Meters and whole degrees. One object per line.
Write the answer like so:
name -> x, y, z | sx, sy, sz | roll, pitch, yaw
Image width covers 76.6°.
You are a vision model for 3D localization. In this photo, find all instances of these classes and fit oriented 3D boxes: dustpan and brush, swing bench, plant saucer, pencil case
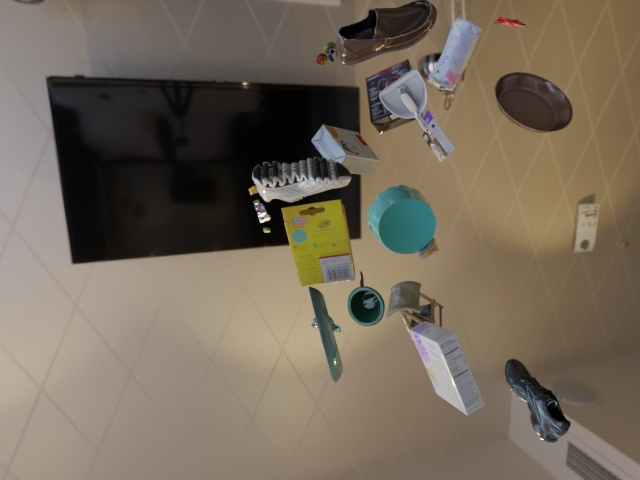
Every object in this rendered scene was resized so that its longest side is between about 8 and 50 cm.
dustpan and brush -> 0.314, -0.451, 1.373 | 0.147, 0.060, 0.211 | -28, 135, 28
swing bench -> 0.468, 0.347, 2.003 | 0.165, 0.254, 0.253 | -38, -169, 27
plant saucer -> 0.020, 0.298, 1.312 | 0.044, 0.317, 0.317 | -16, -167, -3
pencil case -> 0.553, -0.765, 1.681 | 0.124, 0.273, 0.113 | 24, -157, 1
plant saucer -> 0.516, -0.332, 0.997 | 0.198, 0.198, 0.036 | -3, 153, -9

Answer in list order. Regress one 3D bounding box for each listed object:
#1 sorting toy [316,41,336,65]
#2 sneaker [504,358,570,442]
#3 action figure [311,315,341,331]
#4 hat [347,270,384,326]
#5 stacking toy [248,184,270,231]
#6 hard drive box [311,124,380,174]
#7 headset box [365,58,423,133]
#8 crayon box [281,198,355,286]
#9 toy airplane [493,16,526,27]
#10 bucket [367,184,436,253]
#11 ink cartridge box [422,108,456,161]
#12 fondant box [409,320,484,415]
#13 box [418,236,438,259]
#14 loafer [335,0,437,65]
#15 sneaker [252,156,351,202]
sorting toy -> 0.031, -0.727, 1.599 | 0.102, 0.042, 0.061 | -39, 148, 27
sneaker -> 0.696, 0.493, 1.296 | 0.101, 0.106, 0.267 | -3, -133, -20
action figure -> 0.008, 0.450, 2.175 | 0.063, 0.137, 0.232 | -37, -176, -27
hat -> 0.230, 0.267, 1.865 | 0.173, 0.208, 0.183 | 4, -171, 21
stacking toy -> -0.278, -0.143, 1.921 | 0.052, 0.167, 0.221 | -19, 164, -7
hard drive box -> 0.105, -0.365, 1.649 | 0.232, 0.089, 0.181 | -6, -124, -50
headset box -> 0.336, -0.676, 1.873 | 0.218, 0.293, 0.110 | -16, 154, 27
crayon box -> 0.000, 0.000, 1.388 | 0.202, 0.318, 0.081 | -7, -149, 6
toy airplane -> 0.785, -0.909, 1.686 | 0.151, 0.028, 0.151 | 6, -150, -4
bucket -> 0.347, -0.084, 1.717 | 0.281, 0.281, 0.183 | -2, -159, -1
ink cartridge box -> 0.495, -0.451, 1.761 | 0.045, 0.208, 0.206 | -33, 178, 7
fondant box -> 0.523, 0.523, 1.696 | 0.096, 0.330, 0.238 | -24, -174, -13
box -> 0.460, 0.028, 1.737 | 0.081, 0.028, 0.136 | -37, -170, 21
loafer -> 0.219, -0.721, 1.380 | 0.366, 0.134, 0.130 | -22, 161, 9
sneaker -> -0.053, -0.177, 1.224 | 0.292, 0.118, 0.110 | -2, -133, 4
